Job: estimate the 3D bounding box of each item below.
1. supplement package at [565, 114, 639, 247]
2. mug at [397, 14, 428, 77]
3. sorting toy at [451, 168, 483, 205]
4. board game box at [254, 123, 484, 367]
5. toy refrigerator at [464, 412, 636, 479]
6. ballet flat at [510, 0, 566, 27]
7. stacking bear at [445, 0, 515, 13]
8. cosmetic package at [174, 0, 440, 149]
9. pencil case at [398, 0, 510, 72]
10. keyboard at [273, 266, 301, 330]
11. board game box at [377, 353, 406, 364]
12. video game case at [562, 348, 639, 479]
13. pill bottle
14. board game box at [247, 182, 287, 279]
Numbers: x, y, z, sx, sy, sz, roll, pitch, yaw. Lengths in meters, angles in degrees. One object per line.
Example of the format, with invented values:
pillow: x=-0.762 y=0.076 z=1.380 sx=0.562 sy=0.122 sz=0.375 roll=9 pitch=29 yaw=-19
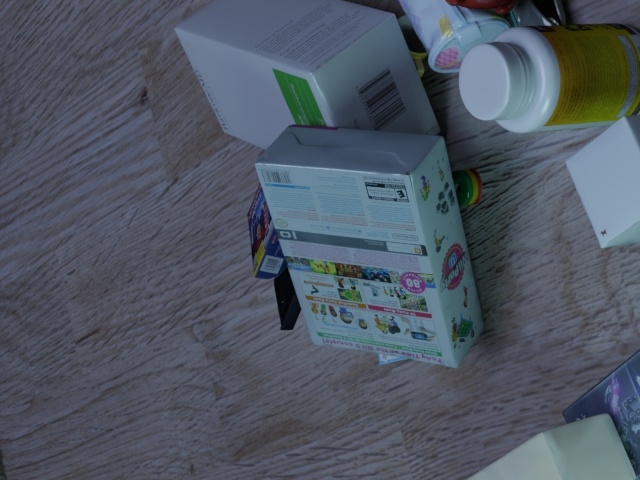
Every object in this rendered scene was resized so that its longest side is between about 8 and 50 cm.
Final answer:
supplement package: x=0.366 y=-0.068 z=1.580 sx=0.105 sy=0.179 sz=0.105 roll=-41 pitch=64 yaw=51
mug: x=0.112 y=-0.252 z=2.014 sx=0.064 sy=0.062 sz=0.078 roll=-52 pitch=15 yaw=56
sorting toy: x=0.136 y=-0.034 z=2.033 sx=0.274 sy=0.046 sz=0.132 roll=8 pitch=103 yaw=58
board game box: x=0.068 y=0.007 z=1.931 sx=0.224 sy=0.097 sz=0.303 roll=8 pitch=130 yaw=31
toy refrigerator: x=0.261 y=0.305 z=1.842 sx=0.269 sy=0.102 sz=0.094 roll=-49 pitch=57 yaw=56
ballet flat: x=0.245 y=-0.306 z=1.827 sx=0.068 sy=0.072 sz=0.213 roll=-36 pitch=65 yaw=22
stacking bear: x=0.191 y=-0.411 z=1.749 sx=0.164 sy=0.175 sz=0.289 roll=11 pitch=98 yaw=47
cosmetic package: x=-0.023 y=-0.223 z=2.074 sx=0.365 sy=0.155 sz=0.197 roll=24 pitch=146 yaw=53
pencil case: x=0.141 y=-0.346 z=1.910 sx=0.124 sy=0.113 sz=0.273 roll=99 pitch=150 yaw=-67
keyboard: x=0.000 y=0.000 z=2.169 sx=0.201 sy=0.033 sz=0.317 roll=-102 pitch=27 yaw=-52
board game box: x=0.125 y=0.111 z=2.096 sx=0.154 sy=0.026 sz=0.104 roll=-18 pitch=81 yaw=55
video game case: x=0.399 y=0.219 z=1.724 sx=0.274 sy=0.026 sz=0.196 roll=-51 pitch=55 yaw=48
pill bottle: x=0.261 y=-0.181 z=1.680 sx=0.117 sy=0.215 sz=0.117 roll=14 pitch=108 yaw=53
board game box: x=-0.050 y=-0.073 z=2.223 sx=0.194 sy=0.060 sz=0.194 roll=-97 pitch=25 yaw=-49
